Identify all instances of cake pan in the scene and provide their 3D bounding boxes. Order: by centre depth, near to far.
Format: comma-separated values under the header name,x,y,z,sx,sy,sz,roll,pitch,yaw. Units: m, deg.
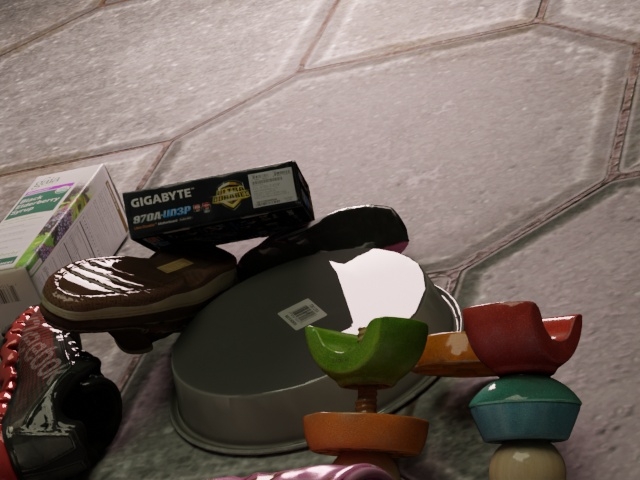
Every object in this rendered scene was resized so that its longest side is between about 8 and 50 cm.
name,x,y,z,sx,sy,sz,roll,pitch,yaw
cake pan,-0.012,0.094,1.762,0.293,0.054,0.293,-16,25,8

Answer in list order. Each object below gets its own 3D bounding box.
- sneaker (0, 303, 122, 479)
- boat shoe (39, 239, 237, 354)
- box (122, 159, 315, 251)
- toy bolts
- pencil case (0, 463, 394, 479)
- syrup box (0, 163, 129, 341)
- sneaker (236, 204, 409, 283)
name,x,y,z,sx,sy,sz,roll,pitch,yaw
sneaker,-0.246,0.144,1.784,0.135,0.097,0.276,-16,27,10
boat shoe,-0.173,0.070,1.816,0.095,0.095,0.257,27,22,31
box,-0.099,-0.030,1.938,0.175,0.051,0.220,-11,-5,3
toy bolts,0.123,0.146,1.523,0.228,0.158,0.218,-11,-16,42
pencil case,-0.117,0.250,1.407,0.386,0.167,0.160,-6,61,29
syrup box,-0.304,0.013,2.091,0.093,0.096,0.237,-9,28,23
sneaker,0.000,0.000,1.930,0.178,0.072,0.077,-13,15,3
